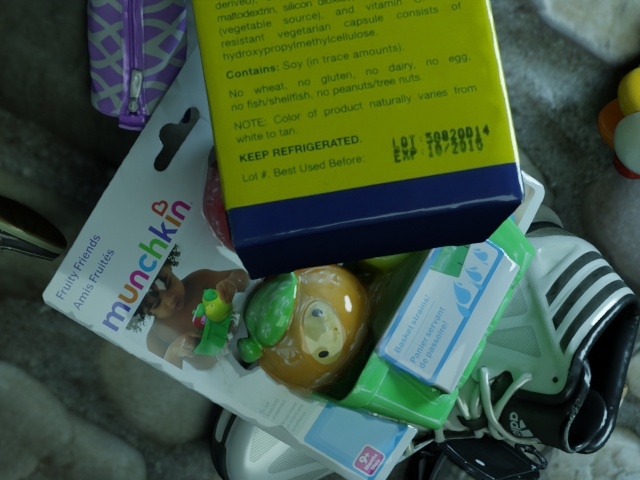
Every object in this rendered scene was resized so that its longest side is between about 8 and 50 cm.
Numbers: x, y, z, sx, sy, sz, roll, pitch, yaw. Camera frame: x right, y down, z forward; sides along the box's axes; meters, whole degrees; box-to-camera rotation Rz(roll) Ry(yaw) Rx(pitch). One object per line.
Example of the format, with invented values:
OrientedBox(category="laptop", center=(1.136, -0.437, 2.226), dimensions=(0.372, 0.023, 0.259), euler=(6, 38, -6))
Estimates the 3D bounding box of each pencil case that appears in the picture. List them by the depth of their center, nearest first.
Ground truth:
OrientedBox(category="pencil case", center=(-0.150, -0.194, 0.972), dimensions=(0.086, 0.088, 0.206), euler=(4, 115, 7))

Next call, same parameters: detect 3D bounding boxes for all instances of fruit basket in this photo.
OrientedBox(category="fruit basket", center=(0.000, 0.000, 1.021), dimensions=(0.353, 0.165, 0.327), euler=(36, 79, -26))

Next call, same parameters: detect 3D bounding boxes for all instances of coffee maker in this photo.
OrientedBox(category="coffee maker", center=(0.170, 0.321, 1.372), dimensions=(0.171, 0.120, 0.178), euler=(15, 107, -32))

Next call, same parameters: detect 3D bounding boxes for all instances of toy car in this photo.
OrientedBox(category="toy car", center=(0.372, -0.099, 1.249), dimensions=(0.182, 0.159, 0.136), euler=(31, 145, -1))

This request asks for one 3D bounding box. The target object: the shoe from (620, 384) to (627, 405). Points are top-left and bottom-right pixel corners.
OrientedBox(category="shoe", center=(0.263, 0.178, 1.372), dimensions=(0.219, 0.076, 0.058), euler=(11, 104, -32))

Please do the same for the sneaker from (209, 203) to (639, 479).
OrientedBox(category="sneaker", center=(0.113, 0.143, 1.169), dimensions=(0.447, 0.257, 0.169), euler=(-34, 125, -7))

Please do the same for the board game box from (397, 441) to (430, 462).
OrientedBox(category="board game box", center=(0.083, 0.220, 1.299), dimensions=(0.090, 0.090, 0.020), euler=(-30, 90, -10))

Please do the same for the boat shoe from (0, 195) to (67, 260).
OrientedBox(category="boat shoe", center=(-0.291, -0.014, 1.019), dimensions=(0.152, 0.056, 0.049), euler=(25, 106, -24))

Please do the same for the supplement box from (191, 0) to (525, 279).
OrientedBox(category="supplement box", center=(0.010, -0.169, 0.874), dimensions=(0.194, 0.195, 0.356), euler=(-9, 82, -1))
